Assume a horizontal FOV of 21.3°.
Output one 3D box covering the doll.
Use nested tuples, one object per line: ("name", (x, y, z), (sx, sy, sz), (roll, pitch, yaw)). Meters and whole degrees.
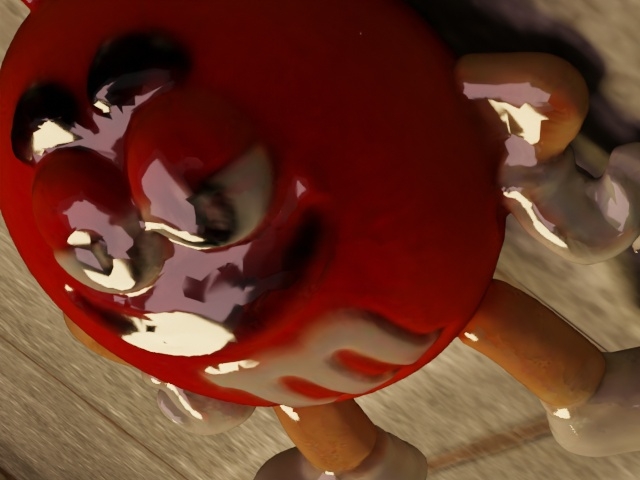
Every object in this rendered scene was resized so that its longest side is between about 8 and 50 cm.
("doll", (0.000, 0.000, 0.439), (0.183, 0.085, 0.217), (-18, 127, 25))
